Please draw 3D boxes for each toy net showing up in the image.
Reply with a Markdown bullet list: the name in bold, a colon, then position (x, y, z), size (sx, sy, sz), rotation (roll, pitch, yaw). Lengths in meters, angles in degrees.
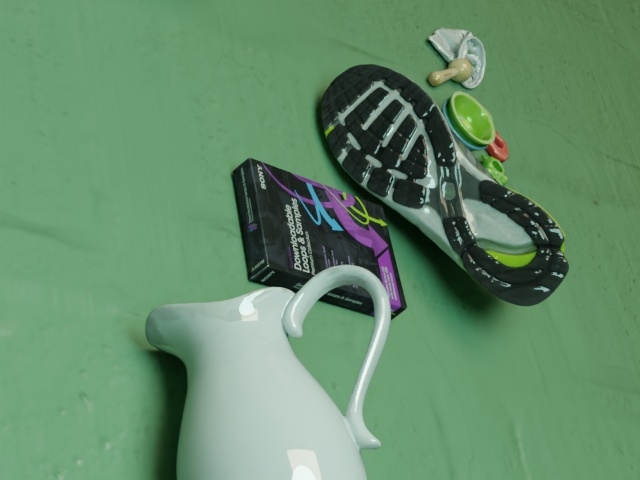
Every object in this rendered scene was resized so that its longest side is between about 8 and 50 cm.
- **toy net**: position (0.176, -0.167, 1.451), size (0.122, 0.045, 0.232), rotation (31, 40, -25)

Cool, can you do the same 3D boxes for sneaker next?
- **sneaker**: position (0.114, -0.048, 1.244), size (0.300, 0.111, 0.121), rotation (48, 0, 12)

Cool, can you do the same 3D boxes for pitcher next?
- **pitcher**: position (-0.018, 0.124, 0.875), size (0.125, 0.177, 0.207), rotation (54, 15, -57)

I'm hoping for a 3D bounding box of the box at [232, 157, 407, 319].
- **box**: position (0.000, 0.000, 1.126), size (0.162, 0.029, 0.116), rotation (17, 47, -37)
